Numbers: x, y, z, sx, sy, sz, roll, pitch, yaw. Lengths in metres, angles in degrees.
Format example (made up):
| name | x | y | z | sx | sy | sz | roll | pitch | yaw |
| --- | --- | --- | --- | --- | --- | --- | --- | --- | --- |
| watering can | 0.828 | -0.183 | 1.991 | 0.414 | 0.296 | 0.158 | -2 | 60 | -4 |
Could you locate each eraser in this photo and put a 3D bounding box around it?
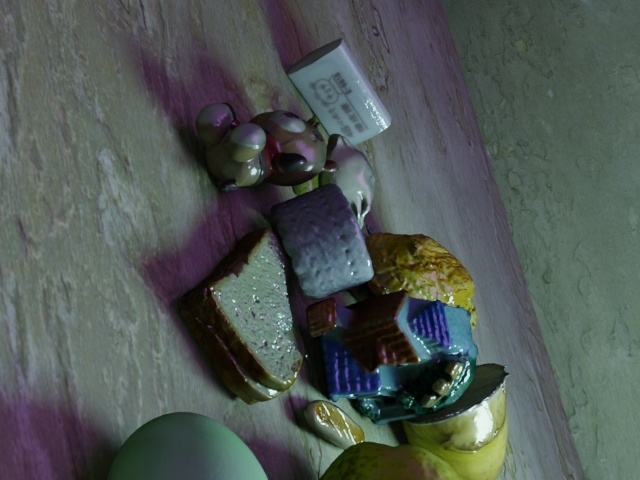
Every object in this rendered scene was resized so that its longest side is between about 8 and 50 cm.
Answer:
| name | x | y | z | sx | sy | sz | roll | pitch | yaw |
| --- | --- | --- | --- | --- | --- | --- | --- | --- | --- |
| eraser | 0.054 | -0.393 | 1.814 | 0.270 | 0.174 | 0.095 | 52 | 32 | -30 |

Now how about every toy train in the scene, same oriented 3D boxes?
| name | x | y | z | sx | sy | sz | roll | pitch | yaw |
| --- | --- | --- | --- | --- | --- | --- | --- | --- | --- |
| toy train | 0.120 | 0.005 | 1.801 | 0.081 | 0.050 | 0.122 | -9 | 80 | -57 |

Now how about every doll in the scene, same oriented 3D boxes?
| name | x | y | z | sx | sy | sz | roll | pitch | yaw |
| --- | --- | --- | --- | --- | --- | --- | --- | --- | --- |
| doll | -0.115 | -0.183 | 1.385 | 0.330 | 0.235 | 0.174 | -15 | 128 | -54 |

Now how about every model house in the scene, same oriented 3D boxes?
| name | x | y | z | sx | sy | sz | roll | pitch | yaw |
| --- | --- | --- | --- | --- | --- | --- | --- | --- | --- |
| model house | 0.124 | 0.231 | 1.410 | 0.329 | 0.295 | 0.251 | 26 | 54 | -44 |

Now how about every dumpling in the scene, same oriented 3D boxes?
| name | x | y | z | sx | sy | sz | roll | pitch | yaw |
| --- | --- | --- | --- | --- | --- | --- | --- | --- | --- |
| dumpling | 0.060 | -0.141 | 1.707 | 0.147 | 0.193 | 0.258 | -14 | 71 | -17 |

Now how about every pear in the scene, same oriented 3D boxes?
| name | x | y | z | sx | sy | sz | roll | pitch | yaw |
| --- | --- | --- | --- | --- | --- | --- | --- | --- | --- |
| pear | 0.135 | 0.533 | 1.155 | 0.391 | 0.391 | 0.391 | 39 | 41 | -44 |

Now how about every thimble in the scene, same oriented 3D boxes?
| name | x | y | z | sx | sy | sz | roll | pitch | yaw |
| --- | --- | --- | --- | --- | --- | --- | --- | --- | --- |
| thimble | 0.000 | 0.000 | 1.401 | 0.217 | 0.157 | 0.245 | 73 | -5 | -47 |

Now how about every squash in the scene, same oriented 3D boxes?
| name | x | y | z | sx | sy | sz | roll | pitch | yaw |
| --- | --- | --- | --- | --- | --- | --- | --- | --- | --- |
| squash | -0.040 | -0.209 | 1.639 | 0.090 | 0.075 | 0.200 | 1 | 93 | -41 |

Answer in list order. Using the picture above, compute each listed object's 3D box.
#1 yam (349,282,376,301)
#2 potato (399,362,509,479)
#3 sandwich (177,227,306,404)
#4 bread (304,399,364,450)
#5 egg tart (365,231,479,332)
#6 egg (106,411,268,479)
| name | x | y | z | sx | sy | sz | roll | pitch | yaw |
| --- | --- | --- | --- | --- | --- | --- | --- | --- | --- |
| yam | 0.057 | 0.074 | 1.633 | 0.253 | 0.061 | 0.061 | 44 | 37 | -38 |
| potato | 0.368 | 0.485 | 1.624 | 0.296 | 0.290 | 0.397 | 66 | -13 | -2 |
| sandwich | -0.118 | 0.138 | 1.242 | 0.254 | 0.100 | 0.288 | 54 | 30 | -13 |
| bread | 0.025 | 0.384 | 1.380 | 0.214 | 0.053 | 0.073 | 45 | 41 | -42 |
| egg tart | 0.265 | 0.101 | 1.718 | 0.339 | 0.153 | 0.351 | -2 | 51 | -51 |
| egg | -0.171 | 0.362 | 0.875 | 0.220 | 0.220 | 0.269 | 2 | 62 | -60 |
